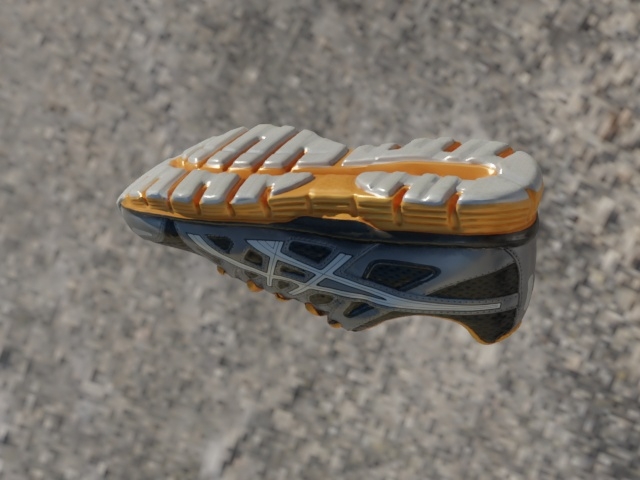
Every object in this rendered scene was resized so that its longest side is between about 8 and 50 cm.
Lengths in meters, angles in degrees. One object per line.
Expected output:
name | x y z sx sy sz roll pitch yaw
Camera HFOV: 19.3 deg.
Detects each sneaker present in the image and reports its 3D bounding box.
sneaker | 0.000 0.000 0.852 0.215 0.084 0.083 7 122 31
